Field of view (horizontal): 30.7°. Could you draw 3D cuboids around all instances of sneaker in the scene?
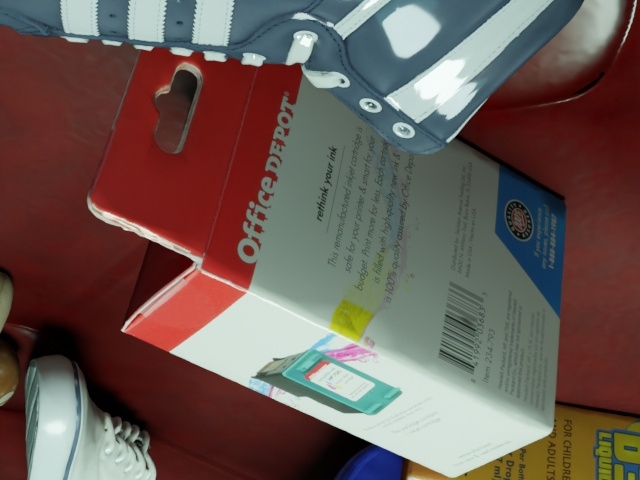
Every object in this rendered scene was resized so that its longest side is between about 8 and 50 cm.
[{"bbox_3d":[-0.167,0.154,0.854,0.091,0.094,0.258,-3,151,-12],"label":"sneaker"},{"bbox_3d":[-0.040,-0.098,0.440,0.282,0.099,0.153,-12,137,24],"label":"sneaker"}]

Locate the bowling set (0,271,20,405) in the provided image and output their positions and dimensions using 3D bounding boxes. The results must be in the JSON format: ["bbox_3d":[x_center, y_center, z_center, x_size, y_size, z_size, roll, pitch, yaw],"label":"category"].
[{"bbox_3d":[-0.262,0.084,0.707,0.287,0.154,0.200,-15,137,33],"label":"bowling set"}]

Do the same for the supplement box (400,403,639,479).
[{"bbox_3d":[0.170,0.157,0.759,0.233,0.078,0.080,9,142,1],"label":"supplement box"}]

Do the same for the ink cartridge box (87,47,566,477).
[{"bbox_3d":[0.000,0.000,0.535,0.231,0.134,0.078,28,142,-21],"label":"ink cartridge box"}]

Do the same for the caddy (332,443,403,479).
[{"bbox_3d":[0.072,0.306,0.792,0.241,0.341,0.179,17,127,-8],"label":"caddy"}]
